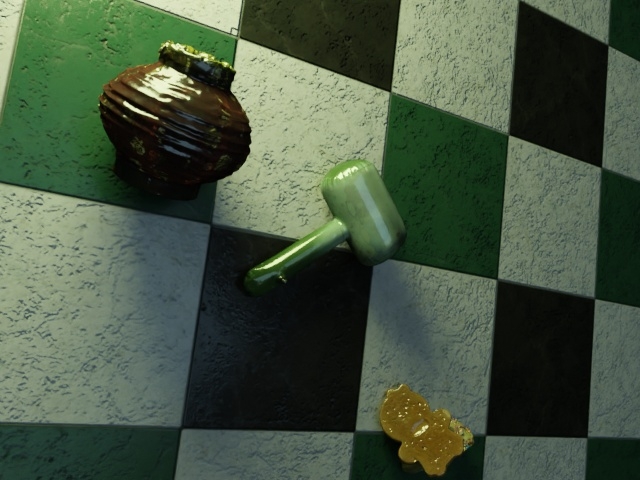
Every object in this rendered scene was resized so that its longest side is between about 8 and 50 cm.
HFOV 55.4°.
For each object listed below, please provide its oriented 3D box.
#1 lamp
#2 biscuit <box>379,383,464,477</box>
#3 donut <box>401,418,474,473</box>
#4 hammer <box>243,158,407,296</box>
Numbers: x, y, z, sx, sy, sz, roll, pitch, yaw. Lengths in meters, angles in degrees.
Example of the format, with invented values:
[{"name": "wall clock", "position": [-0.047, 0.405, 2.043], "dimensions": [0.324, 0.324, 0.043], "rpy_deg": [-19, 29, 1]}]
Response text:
[{"name": "lamp", "position": [-0.221, -0.188, 0.950], "dimensions": [0.247, 0.247, 0.247], "rpy_deg": [2, 85, -30]}, {"name": "biscuit", "position": [0.192, 0.376, 1.199], "dimensions": [0.184, 0.027, 0.133], "rpy_deg": [29, 72, 21]}, {"name": "donut", "position": [0.244, 0.415, 1.244], "dimensions": [0.166, 0.108, 0.065], "rpy_deg": [-18, 71, -24]}, {"name": "hammer", "position": [0.000, 0.000, 1.138], "dimensions": [0.335, 0.119, 0.206], "rpy_deg": [-34, 101, -21]}]
